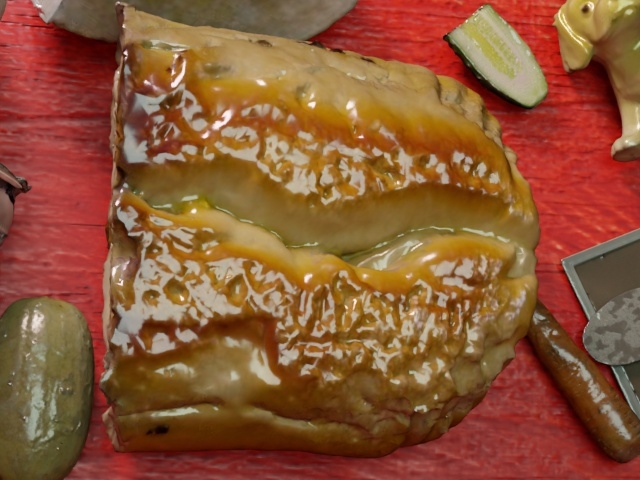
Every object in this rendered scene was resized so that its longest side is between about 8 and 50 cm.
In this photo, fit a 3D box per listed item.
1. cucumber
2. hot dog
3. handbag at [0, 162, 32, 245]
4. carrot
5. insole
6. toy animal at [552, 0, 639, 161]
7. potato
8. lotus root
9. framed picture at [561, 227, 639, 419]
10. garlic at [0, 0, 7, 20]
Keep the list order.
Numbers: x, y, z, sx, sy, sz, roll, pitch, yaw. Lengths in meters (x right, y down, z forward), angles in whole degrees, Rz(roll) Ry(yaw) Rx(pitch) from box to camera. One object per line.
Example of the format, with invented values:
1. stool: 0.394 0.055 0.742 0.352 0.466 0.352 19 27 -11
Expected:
1. cucumber: 0.167 -0.166 1.463 0.107 0.035 0.067 49 59 -2
2. hot dog: 0.000 0.000 1.298 0.365 0.196 0.367 3 79 -10
3. handbag: -0.338 -0.016 1.220 0.179 0.205 0.116 -1 72 21
4. carrot: 0.226 0.118 1.393 0.047 0.047 0.191 -34 79 -20
5. insole: 0.325 0.061 1.436 0.193 0.006 0.065 -28 81 -19
6. toy animal: 0.337 -0.164 1.464 0.233 0.121 0.169 13 61 -12
7. potato: -0.123 -0.274 1.401 0.264 0.211 0.189 24 24 -39
8. lotus root: -0.231 0.135 1.259 0.090 0.077 0.183 9 71 -10
9. framed picture: 0.320 0.077 1.441 0.142 0.011 0.183 -21 79 -18
10. garlic: -0.390 -0.171 1.276 0.245 0.245 0.253 12 111 -10
